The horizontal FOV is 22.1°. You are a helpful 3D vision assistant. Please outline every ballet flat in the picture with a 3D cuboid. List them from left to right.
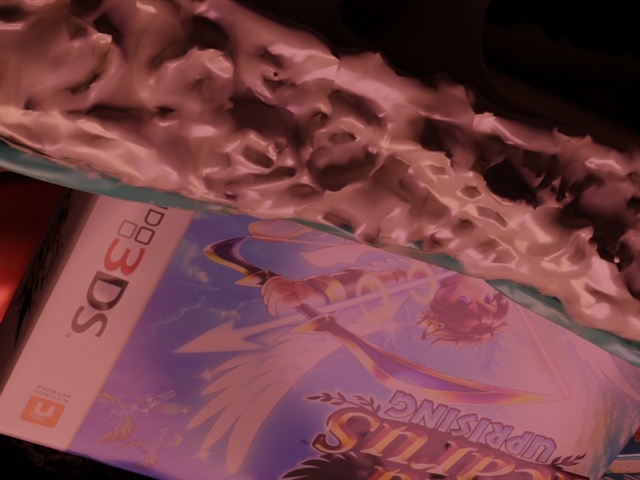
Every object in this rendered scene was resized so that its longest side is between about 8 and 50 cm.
[{"bbox_3d":[0.019,-0.067,0.519,0.409,0.147,0.147,19,172,-28],"label":"ballet flat"}]

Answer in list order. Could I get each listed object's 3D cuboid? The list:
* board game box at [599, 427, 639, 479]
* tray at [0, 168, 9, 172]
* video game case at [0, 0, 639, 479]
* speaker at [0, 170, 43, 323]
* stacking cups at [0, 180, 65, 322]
[{"bbox_3d":[0.303,0.155,1.305,0.336,0.079,0.254,-8,159,31],"label":"board game box"},{"bbox_3d":[-0.160,-0.073,1.017,0.411,0.076,0.203,17,172,-11],"label":"tray"},{"bbox_3d":[0.027,0.015,0.686,0.270,0.244,0.061,19,-148,-19],"label":"video game case"},{"bbox_3d":[-0.200,0.035,0.871,0.131,0.131,0.296,15,-169,9],"label":"speaker"},{"bbox_3d":[0.000,0.000,0.755,0.316,0.096,0.096,-2,175,-11],"label":"stacking cups"}]
